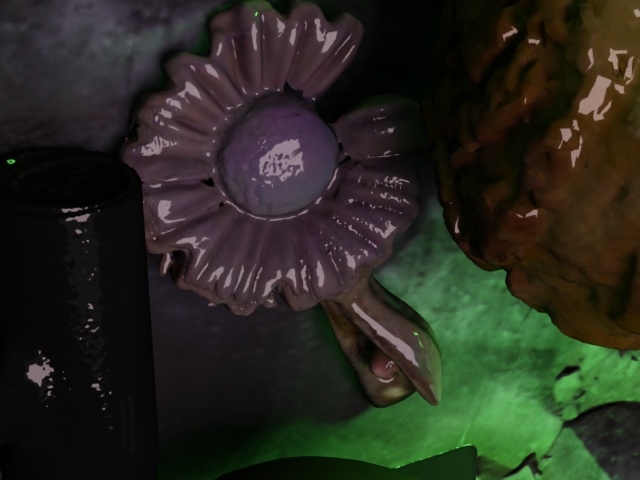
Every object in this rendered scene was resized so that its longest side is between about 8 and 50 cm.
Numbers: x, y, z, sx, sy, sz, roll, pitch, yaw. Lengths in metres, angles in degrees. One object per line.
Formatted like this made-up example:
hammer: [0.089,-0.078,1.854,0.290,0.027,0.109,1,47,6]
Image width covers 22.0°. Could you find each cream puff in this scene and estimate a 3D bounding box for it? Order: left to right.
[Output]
cream puff: [0.187,-0.114,0.881,0.327,0.231,0.343,-49,164,-44]

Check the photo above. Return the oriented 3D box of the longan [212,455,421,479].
longan: [0.018,0.300,0.954,0.361,0.361,0.361,-14,119,-26]

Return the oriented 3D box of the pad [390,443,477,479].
pad: [0.040,0.203,1.113,0.157,0.003,0.112,-14,120,-26]

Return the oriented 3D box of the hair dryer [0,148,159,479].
hair dryer: [-0.181,0.080,0.821,0.251,0.089,0.197,-26,127,-46]

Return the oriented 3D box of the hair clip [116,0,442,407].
hair clip: [0.004,0.004,0.952,0.173,0.069,0.300,-41,127,-9]
